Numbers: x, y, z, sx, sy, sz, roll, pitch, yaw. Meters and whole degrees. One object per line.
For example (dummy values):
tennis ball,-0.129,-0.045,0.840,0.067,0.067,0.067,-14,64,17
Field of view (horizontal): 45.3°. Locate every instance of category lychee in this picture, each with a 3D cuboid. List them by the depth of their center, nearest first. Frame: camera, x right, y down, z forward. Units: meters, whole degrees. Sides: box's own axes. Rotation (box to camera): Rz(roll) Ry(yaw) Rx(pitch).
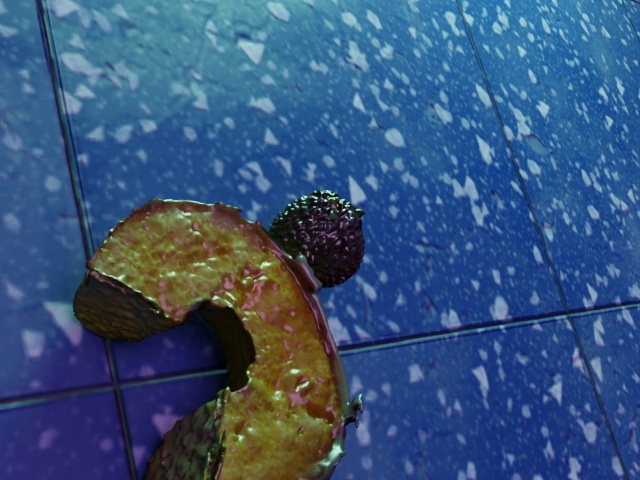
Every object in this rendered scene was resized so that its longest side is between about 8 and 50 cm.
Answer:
lychee,0.000,0.000,0.524,0.083,0.068,0.067,-22,84,-29

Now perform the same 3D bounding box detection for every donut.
donut,-0.056,0.065,0.435,0.146,0.078,0.181,-19,76,-48
